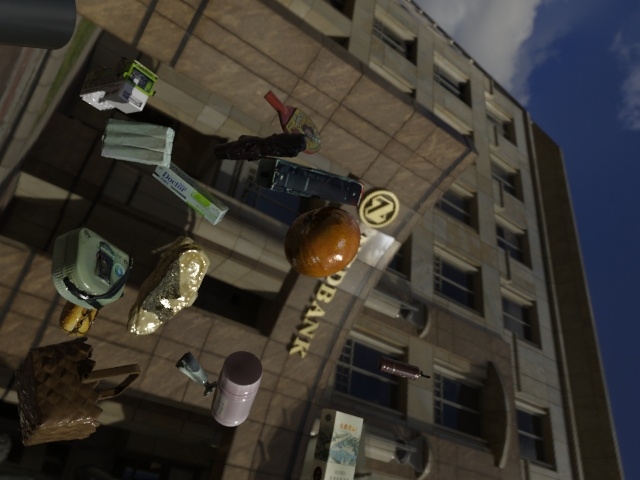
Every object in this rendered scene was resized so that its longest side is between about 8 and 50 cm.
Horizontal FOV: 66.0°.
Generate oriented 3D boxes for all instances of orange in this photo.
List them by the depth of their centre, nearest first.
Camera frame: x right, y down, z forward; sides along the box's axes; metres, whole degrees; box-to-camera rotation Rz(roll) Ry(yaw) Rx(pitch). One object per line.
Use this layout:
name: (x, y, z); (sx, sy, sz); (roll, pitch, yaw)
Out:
orange: (0.000, 0.000, 1.434); (0.240, 0.171, 0.240); (-28, -152, 16)

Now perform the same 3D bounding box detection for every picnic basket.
picnic basket: (-0.753, 0.459, 1.537); (0.254, 0.320, 0.292); (-43, -121, 38)

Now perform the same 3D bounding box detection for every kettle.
kettle: (-0.743, -0.546, 1.058); (0.203, 0.262, 0.308); (-45, 172, 33)

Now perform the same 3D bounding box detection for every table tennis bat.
table tennis bat: (-0.110, -0.478, 2.001); (0.038, 0.310, 0.200); (-26, -150, 37)

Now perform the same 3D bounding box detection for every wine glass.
wine glass: (-0.432, 0.467, 1.725); (0.072, 0.155, 0.072); (-37, -169, 9)

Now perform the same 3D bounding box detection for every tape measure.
tape measure: (-0.605, 0.092, 1.346); (0.115, 0.235, 0.207); (-21, -123, 9)

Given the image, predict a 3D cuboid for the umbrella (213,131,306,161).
umbrella: (-0.204, -0.312, 1.651); (0.325, 0.090, 0.094); (-2, -146, 16)

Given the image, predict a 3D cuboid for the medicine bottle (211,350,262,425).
medicine bottle: (-0.267, 0.474, 1.566); (0.133, 0.133, 0.250); (-94, -161, -46)

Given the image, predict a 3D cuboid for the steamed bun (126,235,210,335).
steamed bun: (-0.575, 0.173, 1.942); (0.428, 0.247, 0.189); (-56, -143, 7)

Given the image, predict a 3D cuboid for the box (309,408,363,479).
box: (0.056, 0.727, 1.696); (0.069, 0.164, 0.257); (-7, -118, 40)

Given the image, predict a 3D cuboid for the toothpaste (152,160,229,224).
toothpaste: (-0.539, -0.202, 2.038); (0.081, 0.336, 0.067); (-52, 178, 25)

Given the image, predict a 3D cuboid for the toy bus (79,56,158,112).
toy bus: (-0.661, -0.490, 1.594); (0.301, 0.113, 0.139); (6, -107, 40)

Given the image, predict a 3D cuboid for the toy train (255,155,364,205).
toy train: (-0.018, -0.167, 1.448); (0.089, 0.409, 0.086); (16, -83, 38)

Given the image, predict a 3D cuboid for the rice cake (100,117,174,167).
rice cake: (-0.516, -0.274, 1.378); (0.038, 0.210, 0.124); (34, 63, -77)

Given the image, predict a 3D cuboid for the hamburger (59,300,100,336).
hamburger: (-0.914, 0.274, 1.868); (0.191, 0.117, 0.182); (-48, -153, 28)

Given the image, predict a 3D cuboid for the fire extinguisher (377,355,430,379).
fire extinguisher: (0.254, 0.400, 1.529); (0.078, 0.157, 0.045); (146, -40, -75)
